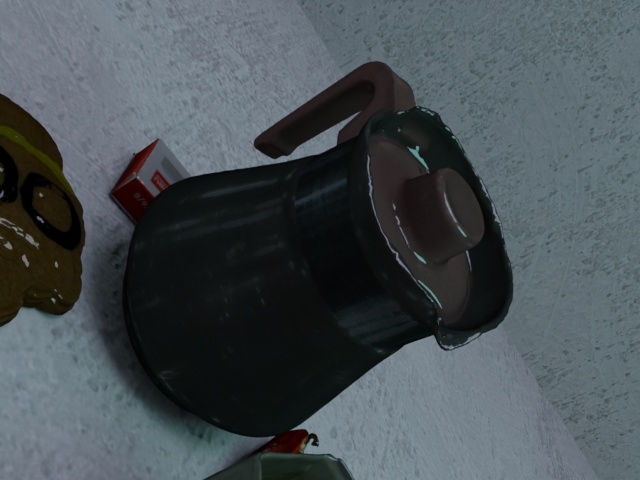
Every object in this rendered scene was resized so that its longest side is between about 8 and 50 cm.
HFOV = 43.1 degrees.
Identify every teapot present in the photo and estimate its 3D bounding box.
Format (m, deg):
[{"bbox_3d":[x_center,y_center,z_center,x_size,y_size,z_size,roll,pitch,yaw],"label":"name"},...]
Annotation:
[{"bbox_3d":[0.000,0.000,0.872,0.306,0.362,0.376,33,46,-41],"label":"teapot"}]

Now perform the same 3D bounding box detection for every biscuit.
[{"bbox_3d":[-0.302,-0.039,0.761,0.208,0.041,0.290,40,27,-43],"label":"biscuit"}]

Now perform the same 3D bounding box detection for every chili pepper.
[{"bbox_3d":[-0.057,0.261,0.935,0.050,0.059,0.268,25,14,19],"label":"chili pepper"}]

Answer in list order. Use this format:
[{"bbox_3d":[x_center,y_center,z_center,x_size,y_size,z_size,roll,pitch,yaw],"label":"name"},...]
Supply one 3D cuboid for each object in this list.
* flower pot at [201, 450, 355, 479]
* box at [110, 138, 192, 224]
[{"bbox_3d":[-0.056,0.303,0.654,0.239,0.190,0.209,27,37,-59],"label":"flower pot"},{"bbox_3d":[-0.166,-0.013,1.047,0.229,0.050,0.123,52,21,-21],"label":"box"}]
